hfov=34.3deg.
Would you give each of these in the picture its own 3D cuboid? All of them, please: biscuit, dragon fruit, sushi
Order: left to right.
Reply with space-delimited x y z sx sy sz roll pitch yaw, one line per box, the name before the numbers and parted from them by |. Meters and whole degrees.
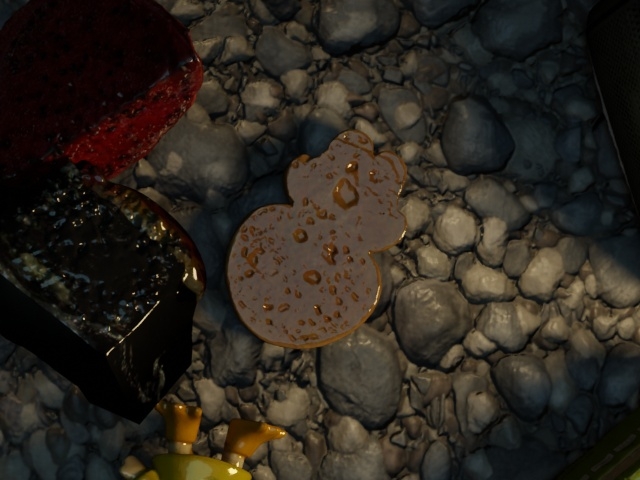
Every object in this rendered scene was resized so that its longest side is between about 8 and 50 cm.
dragon fruit | -0.284 -0.187 1.250 0.317 0.152 0.205 -30 72 9
sushi | -0.256 0.038 1.183 0.227 0.215 0.212 26 61 24
biscuit | 0.000 0.000 1.302 0.202 0.044 0.289 27 84 -3

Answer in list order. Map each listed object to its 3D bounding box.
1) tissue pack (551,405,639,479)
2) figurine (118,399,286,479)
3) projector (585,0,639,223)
tissue pack | 0.446 0.309 1.260 0.274 0.167 0.200 -39 92 -7
figurine | -0.150 0.371 1.209 0.215 0.187 0.344 13 80 5
projector | 0.574 -0.168 1.257 0.395 0.242 0.405 -15 87 -4
